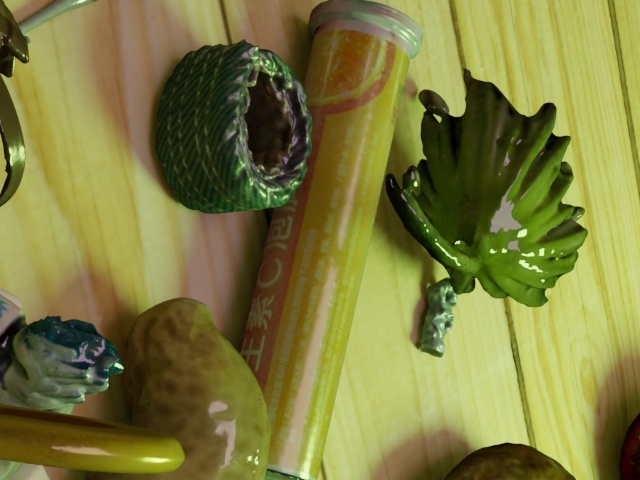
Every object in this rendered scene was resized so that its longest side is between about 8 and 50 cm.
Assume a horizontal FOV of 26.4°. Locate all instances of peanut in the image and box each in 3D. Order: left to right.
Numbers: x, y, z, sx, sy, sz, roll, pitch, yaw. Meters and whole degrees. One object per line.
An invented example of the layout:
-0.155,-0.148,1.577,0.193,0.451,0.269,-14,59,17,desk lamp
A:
-0.108,0.172,1.051,0.137,0.122,0.253,18,70,-23,peanut

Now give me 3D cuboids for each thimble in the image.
-0.070,-0.091,1.134,0.118,0.090,0.135,20,71,-51,thimble

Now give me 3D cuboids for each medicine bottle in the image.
0.000,0.000,1.200,0.108,0.108,0.426,30,66,-46,medicine bottle

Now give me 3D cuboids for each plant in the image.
0.122,-0.003,1.273,0.333,0.180,0.251,-42,111,-51,plant

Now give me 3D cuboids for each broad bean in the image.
0.181,0.290,1.400,0.228,0.122,0.156,-4,117,-45,broad bean

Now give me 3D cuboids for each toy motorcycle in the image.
-0.203,0.110,0.873,0.239,0.204,0.108,59,36,-35,toy motorcycle

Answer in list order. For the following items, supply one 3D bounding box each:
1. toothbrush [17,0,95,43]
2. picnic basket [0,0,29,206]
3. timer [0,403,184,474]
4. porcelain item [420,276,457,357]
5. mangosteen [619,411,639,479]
-0.157,-0.210,1.079,0.354,0.029,0.024,-44,134,-43,toothbrush
-0.254,-0.098,0.877,0.137,0.128,0.179,-28,100,-46,picnic basket
-0.294,0.058,0.623,0.376,0.386,0.376,-2,93,-52,timer
0.123,0.078,1.409,0.036,0.028,0.083,30,64,-43,porcelain item
0.507,0.286,1.684,0.235,0.261,0.236,2,87,-48,mangosteen
